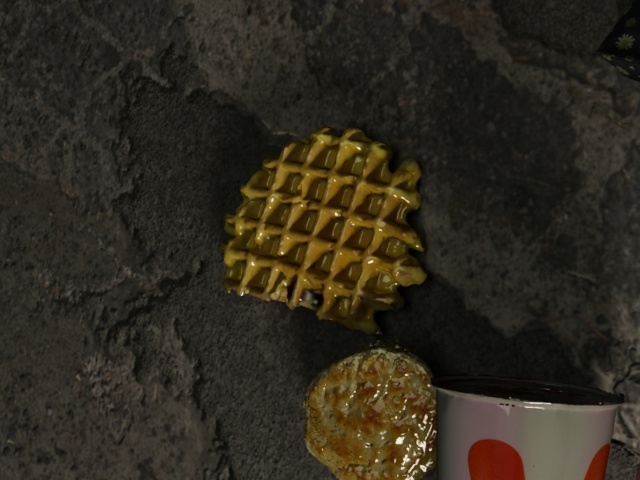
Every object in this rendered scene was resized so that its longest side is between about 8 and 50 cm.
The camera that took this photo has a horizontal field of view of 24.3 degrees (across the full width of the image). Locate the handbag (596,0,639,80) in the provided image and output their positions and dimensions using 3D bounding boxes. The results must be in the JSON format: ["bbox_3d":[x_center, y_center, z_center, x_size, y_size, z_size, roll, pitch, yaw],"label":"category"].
[{"bbox_3d":[0.372,-0.224,1.542,0.115,0.072,0.139,23,83,40],"label":"handbag"}]

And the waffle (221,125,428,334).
[{"bbox_3d":[-0.001,-0.001,1.779,0.309,0.065,0.283,-37,61,28],"label":"waffle"}]

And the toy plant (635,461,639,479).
[{"bbox_3d":[0.457,0.253,1.271,0.356,0.210,0.317,-7,36,26],"label":"toy plant"}]

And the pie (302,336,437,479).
[{"bbox_3d":[0.065,0.202,1.684,0.193,0.079,0.163,-26,76,30],"label":"pie"}]

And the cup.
[{"bbox_3d":[0.199,0.290,1.507,0.203,0.203,0.288,6,92,38],"label":"cup"}]
